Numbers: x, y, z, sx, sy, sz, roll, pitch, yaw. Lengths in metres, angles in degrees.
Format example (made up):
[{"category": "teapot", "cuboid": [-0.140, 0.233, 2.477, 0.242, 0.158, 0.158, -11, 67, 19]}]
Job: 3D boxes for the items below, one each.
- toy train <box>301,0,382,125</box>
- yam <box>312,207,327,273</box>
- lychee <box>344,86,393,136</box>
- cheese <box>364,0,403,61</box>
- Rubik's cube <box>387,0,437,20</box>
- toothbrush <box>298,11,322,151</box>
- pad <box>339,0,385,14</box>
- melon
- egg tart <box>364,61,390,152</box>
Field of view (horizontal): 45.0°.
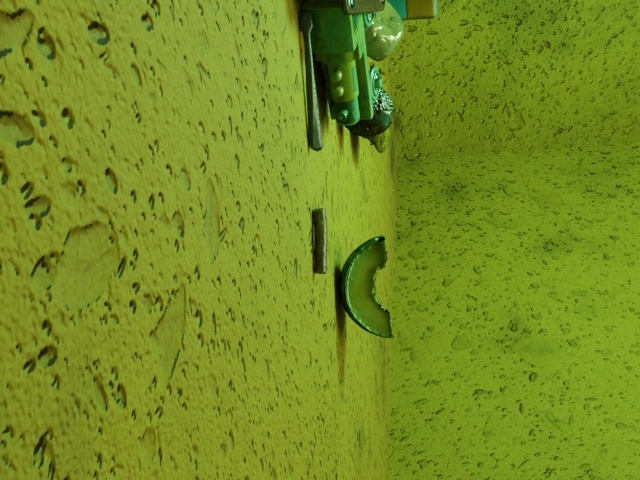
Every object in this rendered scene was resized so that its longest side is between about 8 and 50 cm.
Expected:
[{"category": "toy train", "cuboid": [0.056, -0.428, 1.840, 0.237, 0.150, 0.368, -69, 155, -48]}, {"category": "yam", "cuboid": [0.000, 0.000, 1.684, 0.032, 0.032, 0.145, 38, 51, -77]}, {"category": "lychee", "cuboid": [0.126, -0.377, 2.196, 0.171, 0.171, 0.171, -3, 90, -80]}, {"category": "cheese", "cuboid": [0.110, -0.574, 2.008, 0.117, 0.214, 0.226, -48, -158, 29]}, {"category": "Rubik's cube", "cuboid": [0.234, -0.904, 2.540, 0.290, 0.291, 0.291, -80, 165, -54]}, {"category": "toothbrush", "cuboid": [-0.021, -0.340, 1.669, 0.030, 0.030, 0.297, -95, 180, -82]}, {"category": "pad", "cuboid": [0.086, -0.639, 1.674, 0.286, 0.018, 0.283, -40, 127, -62]}, {"category": "melon", "cuboid": [0.104, 0.127, 2.034, 0.169, 0.129, 0.265, 166, -82, -77]}, {"category": "egg tart", "cuboid": [0.160, -0.426, 2.498, 0.295, 0.116, 0.294, -4, 90, -78]}]
